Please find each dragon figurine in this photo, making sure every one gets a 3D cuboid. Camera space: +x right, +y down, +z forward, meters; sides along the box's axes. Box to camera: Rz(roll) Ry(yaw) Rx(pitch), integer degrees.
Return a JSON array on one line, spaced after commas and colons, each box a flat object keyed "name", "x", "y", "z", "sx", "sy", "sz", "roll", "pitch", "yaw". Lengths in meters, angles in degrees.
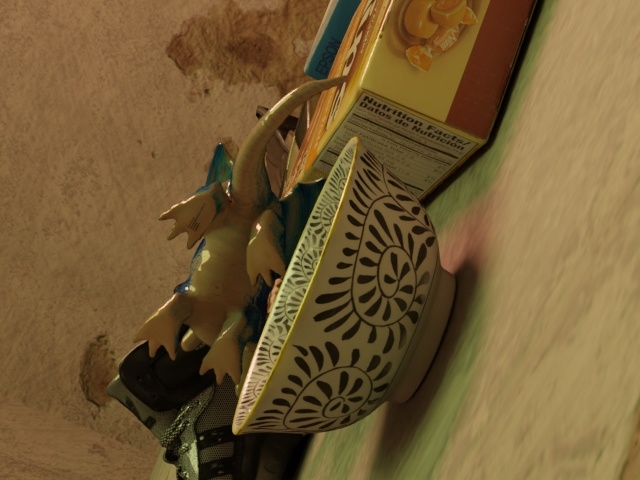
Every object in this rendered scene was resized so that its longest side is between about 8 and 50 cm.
[{"name": "dragon figurine", "x": -0.047, "y": -0.005, "z": 0.908, "sx": 0.144, "sy": 0.085, "sz": 0.289, "roll": -60, "pitch": -12, "yaw": -61}]

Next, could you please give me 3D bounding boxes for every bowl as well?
[{"name": "bowl", "x": 0.021, "y": 0.037, "z": 0.744, "sx": 0.170, "sy": 0.080, "sz": 0.170, "roll": -158, "pitch": 90, "yaw": -86}]

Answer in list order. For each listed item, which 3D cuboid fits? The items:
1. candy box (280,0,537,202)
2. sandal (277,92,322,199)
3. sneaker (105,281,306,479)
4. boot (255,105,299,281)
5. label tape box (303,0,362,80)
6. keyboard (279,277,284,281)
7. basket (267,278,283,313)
[{"name": "candy box", "x": 0.061, "y": -0.119, "z": 0.964, "sx": 0.316, "sy": 0.087, "sz": 0.183, "roll": 129, "pitch": 162, "yaw": -74}, {"name": "sandal", "x": 0.022, "y": -0.076, "z": 1.249, "sx": 0.303, "sy": 0.086, "sz": 0.120, "roll": -47, "pitch": -27, "yaw": -75}, {"name": "sneaker", "x": -0.097, "y": 0.162, "z": 1.040, "sx": 0.101, "sy": 0.153, "sz": 0.268, "roll": 123, "pitch": 168, "yaw": -67}, {"name": "boot", "x": -0.062, "y": -0.038, "z": 1.766, "sx": 0.229, "sy": 0.091, "sz": 0.263, "roll": -68, "pitch": 21, "yaw": 13}, {"name": "label tape box", "x": 0.105, "y": -0.320, "z": 1.294, "sx": 0.240, "sy": 0.106, "sz": 0.333, "roll": 120, "pitch": 171, "yaw": -54}, {"name": "keyboard", "x": -0.007, "y": 0.037, "z": 1.420, "sx": 0.100, "sy": 0.038, "sz": 0.192, "roll": -24, "pitch": 37, "yaw": 48}, {"name": "basket", "x": -0.066, "y": 0.107, "z": 1.247, "sx": 0.167, "sy": 0.103, "sz": 0.113, "roll": -80, "pitch": 12, "yaw": -64}]
